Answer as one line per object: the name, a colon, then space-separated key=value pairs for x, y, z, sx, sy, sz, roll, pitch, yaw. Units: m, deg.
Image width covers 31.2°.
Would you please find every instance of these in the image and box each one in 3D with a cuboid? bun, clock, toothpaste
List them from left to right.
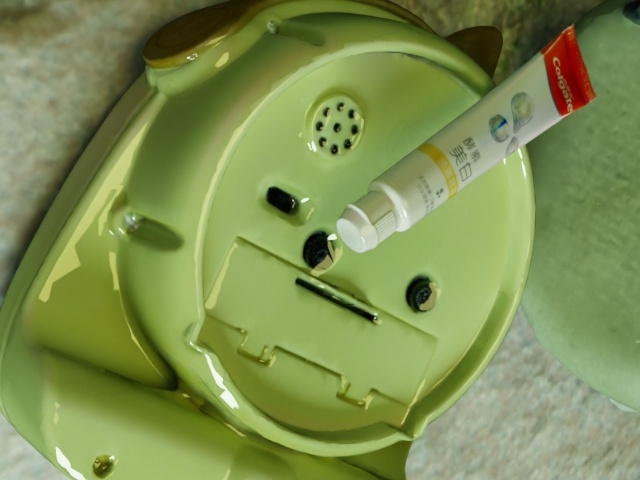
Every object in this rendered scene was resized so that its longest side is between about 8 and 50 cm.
clock: x=0.000 y=0.000 z=0.662 sx=0.286 sy=0.117 sz=0.349 roll=27 pitch=86 yaw=-35
toothpaste: x=0.084 y=-0.053 z=0.619 sx=0.190 sy=0.031 sz=0.048 roll=-36 pitch=115 yaw=-25
bun: x=0.268 y=-0.023 z=0.739 sx=0.187 sy=0.293 sz=0.293 roll=8 pitch=97 yaw=-39

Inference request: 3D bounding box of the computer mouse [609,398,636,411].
computer mouse: x=0.322 y=0.014 z=0.888 sx=0.288 sy=0.097 sz=0.160 roll=-38 pitch=121 yaw=-21
